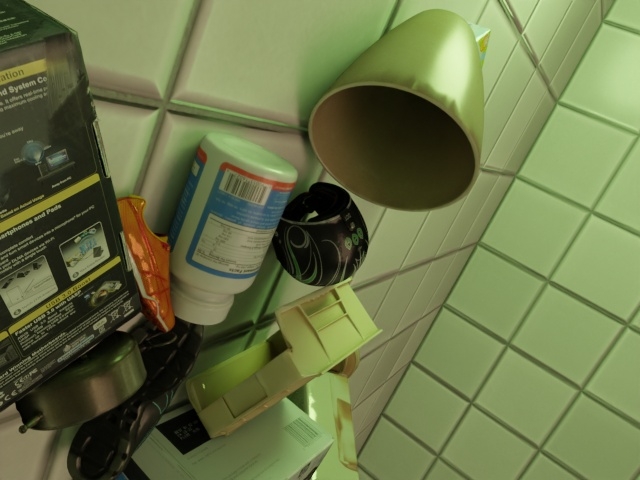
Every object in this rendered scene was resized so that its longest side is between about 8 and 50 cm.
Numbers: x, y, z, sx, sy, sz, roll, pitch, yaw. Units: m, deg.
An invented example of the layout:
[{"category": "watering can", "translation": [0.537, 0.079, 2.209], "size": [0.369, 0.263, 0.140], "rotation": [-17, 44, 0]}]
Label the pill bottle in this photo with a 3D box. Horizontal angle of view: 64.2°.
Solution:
[{"category": "pill bottle", "translation": [-0.124, -0.011, 0.642], "size": [0.124, 0.124, 0.221], "rotation": [-9, 128, -61]}]

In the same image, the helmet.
[{"category": "helmet", "translation": [0.000, 0.000, 0.876], "size": [0.169, 0.169, 0.161], "rotation": [-41, 135, -34]}]

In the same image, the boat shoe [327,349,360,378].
[{"category": "boat shoe", "translation": [0.017, 0.360, 1.390], "size": [0.110, 0.121, 0.341], "rotation": [-38, 152, -37]}]

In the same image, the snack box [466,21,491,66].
[{"category": "snack box", "translation": [0.277, -0.333, 1.097], "size": [0.174, 0.070, 0.207], "rotation": [-42, 151, -31]}]

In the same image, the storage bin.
[{"category": "storage bin", "translation": [-0.065, 0.206, 0.909], "size": [0.262, 0.123, 0.260], "rotation": [-40, 167, 31]}]

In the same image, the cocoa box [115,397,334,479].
[{"category": "cocoa box", "translation": [-0.182, 0.444, 0.958], "size": [0.347, 0.231, 0.228], "rotation": [-2, 123, -63]}]

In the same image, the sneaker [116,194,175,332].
[{"category": "sneaker", "translation": [-0.193, 0.031, 0.582], "size": [0.067, 0.064, 0.175], "rotation": [-35, 129, -36]}]

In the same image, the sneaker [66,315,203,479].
[{"category": "sneaker", "translation": [-0.257, 0.210, 0.727], "size": [0.267, 0.101, 0.106], "rotation": [-56, 179, -6]}]

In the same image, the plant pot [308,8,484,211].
[{"category": "plant pot", "translation": [0.149, -0.232, 0.806], "size": [0.256, 0.256, 0.274], "rotation": [82, 28, -57]}]

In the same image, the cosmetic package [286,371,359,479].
[{"category": "cosmetic package", "translation": [-0.004, 0.480, 1.229], "size": [0.296, 0.129, 0.153], "rotation": [-93, -152, -47]}]

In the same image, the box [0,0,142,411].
[{"category": "box", "translation": [-0.328, 0.048, 0.348], "size": [0.395, 0.097, 0.318], "rotation": [-40, 153, -36]}]

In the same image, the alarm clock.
[{"category": "alarm clock", "translation": [-0.249, 0.139, 0.570], "size": [0.192, 0.129, 0.064], "rotation": [-20, 106, -42]}]
